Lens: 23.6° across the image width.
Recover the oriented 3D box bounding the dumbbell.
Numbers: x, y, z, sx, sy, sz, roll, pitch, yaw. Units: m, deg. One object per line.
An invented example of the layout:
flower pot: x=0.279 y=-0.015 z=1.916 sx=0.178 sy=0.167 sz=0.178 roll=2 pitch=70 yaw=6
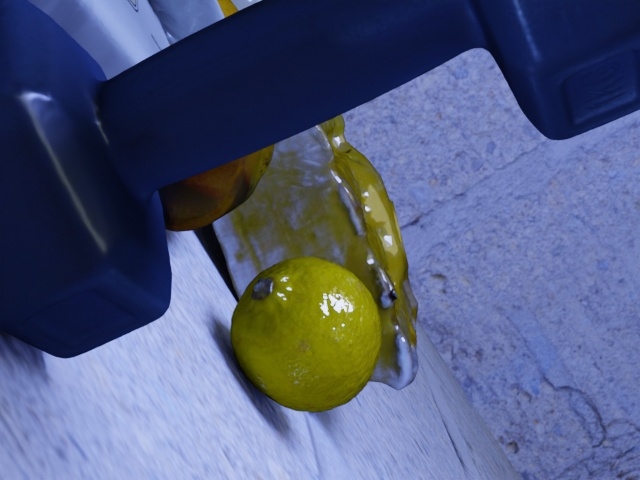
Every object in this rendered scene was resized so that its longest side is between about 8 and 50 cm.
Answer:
dumbbell: x=-0.014 y=-0.074 z=0.646 sx=0.160 sy=0.324 sz=0.144 roll=-105 pitch=168 yaw=-51

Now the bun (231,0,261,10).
bun: x=-0.127 y=-0.205 z=1.329 sx=0.259 sy=0.152 sz=0.259 roll=50 pitch=6 yaw=-7

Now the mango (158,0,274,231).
mango: x=-0.104 y=-0.109 z=1.088 sx=0.166 sy=0.136 sz=0.236 roll=58 pitch=-1 yaw=38

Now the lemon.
lemon: x=-0.010 y=0.066 z=1.093 sx=0.133 sy=0.109 sz=0.109 roll=52 pitch=8 yaw=-41

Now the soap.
soap: x=0.000 y=0.000 z=1.368 sx=0.281 sy=0.143 sz=0.259 roll=-69 pitch=134 yaw=-84

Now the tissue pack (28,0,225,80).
tissue pack: x=-0.152 y=-0.155 z=0.816 sx=0.159 sy=0.145 sz=0.229 roll=61 pitch=5 yaw=35
